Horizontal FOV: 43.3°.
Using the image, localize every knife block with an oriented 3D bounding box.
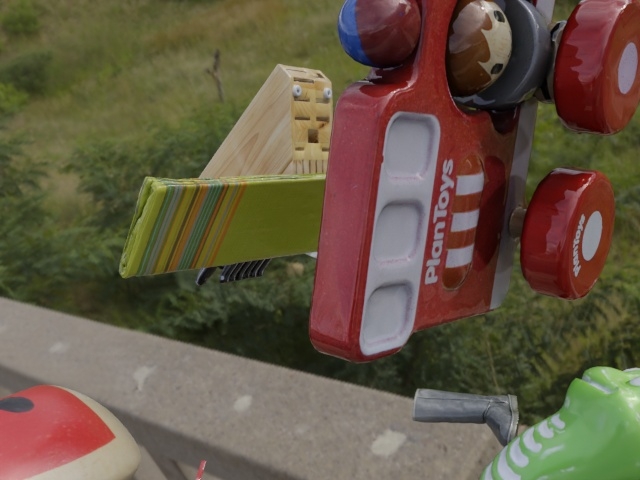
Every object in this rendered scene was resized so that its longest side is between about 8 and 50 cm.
[{"bbox_3d":[-0.103,-0.077,1.046,0.242,0.275,0.088,3,6,35],"label":"knife block"}]

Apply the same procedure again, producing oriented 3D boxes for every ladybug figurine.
[{"bbox_3d":[-0.400,0.279,0.897,0.305,0.162,0.449,-23,-3,26],"label":"ladybug figurine"}]

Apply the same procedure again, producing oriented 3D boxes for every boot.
[{"bbox_3d":[0.290,0.354,1.625,0.209,0.076,0.189,7,11,8],"label":"boot"}]

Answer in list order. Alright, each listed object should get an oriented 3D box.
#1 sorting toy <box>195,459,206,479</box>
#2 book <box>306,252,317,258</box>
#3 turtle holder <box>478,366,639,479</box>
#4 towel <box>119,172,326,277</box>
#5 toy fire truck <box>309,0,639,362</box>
[{"bbox_3d":[-0.211,0.488,1.302,0.046,0.132,0.274,17,28,-3],"label":"sorting toy"},{"bbox_3d":[0.000,0.000,1.396,0.096,0.035,0.144,22,15,26],"label":"book"},{"bbox_3d":[0.222,0.220,0.558,0.227,0.320,0.243,-26,1,11],"label":"turtle holder"},{"bbox_3d":[-0.063,-0.019,0.724,0.237,0.102,0.021,-7,47,-42],"label":"towel"},{"bbox_3d":[0.098,-0.077,0.569,0.169,0.302,0.254,16,14,36],"label":"toy fire truck"}]
